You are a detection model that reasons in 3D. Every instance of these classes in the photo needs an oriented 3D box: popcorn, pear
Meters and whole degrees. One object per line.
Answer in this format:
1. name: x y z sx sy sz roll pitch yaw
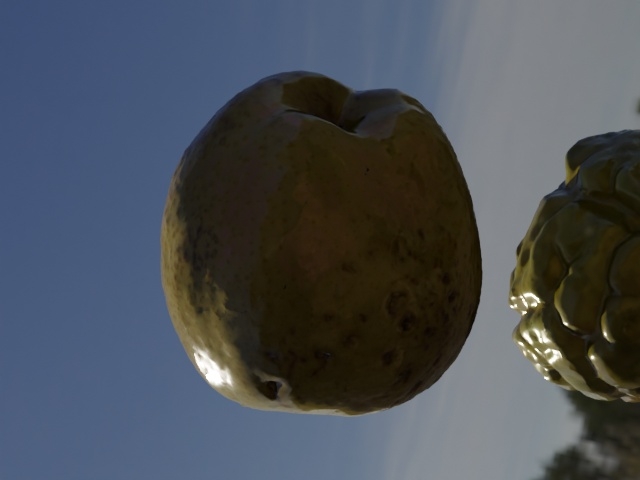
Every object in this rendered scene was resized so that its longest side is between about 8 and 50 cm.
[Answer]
1. popcorn: 0.231 0.026 1.128 0.226 0.203 0.200 73 -147 -51
2. pear: 0.000 0.000 0.869 0.178 0.178 0.178 12 -90 -79
